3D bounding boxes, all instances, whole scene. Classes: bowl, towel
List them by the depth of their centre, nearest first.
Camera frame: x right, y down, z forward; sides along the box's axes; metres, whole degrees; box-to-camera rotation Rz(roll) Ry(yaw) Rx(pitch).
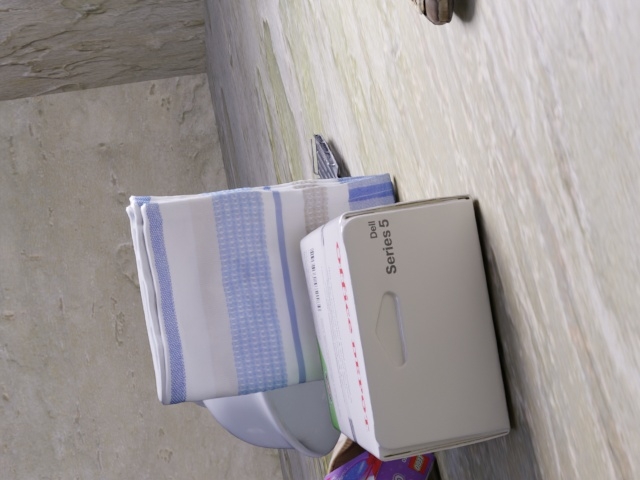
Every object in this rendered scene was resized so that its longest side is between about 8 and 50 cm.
[{"bbox_3d":[-0.042,0.043,1.194,0.034,0.285,0.209,154,108,-71],"label":"towel"},{"bbox_3d":[-0.083,0.110,1.353,0.298,0.134,0.297,-14,-90,-72],"label":"bowl"}]

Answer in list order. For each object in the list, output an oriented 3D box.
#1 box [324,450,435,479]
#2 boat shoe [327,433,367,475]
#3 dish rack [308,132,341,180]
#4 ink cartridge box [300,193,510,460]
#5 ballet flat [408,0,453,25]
[{"bbox_3d":[0.028,0.345,1.345,0.200,0.057,0.293,-66,5,-23],"label":"box"},{"bbox_3d":[0.050,0.251,1.525,0.059,0.063,0.170,-90,16,-65],"label":"boat shoe"},{"bbox_3d":[0.000,0.000,1.598,0.208,0.074,0.271,-117,19,-63],"label":"dish rack"},{"bbox_3d":[0.065,0.075,1.057,0.273,0.115,0.198,156,105,-82],"label":"ink cartridge box"},{"bbox_3d":[0.055,-0.264,0.948,0.084,0.058,0.249,91,167,-56],"label":"ballet flat"}]
